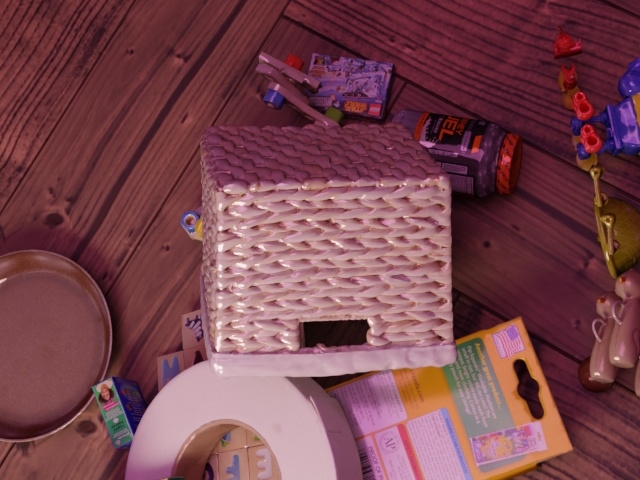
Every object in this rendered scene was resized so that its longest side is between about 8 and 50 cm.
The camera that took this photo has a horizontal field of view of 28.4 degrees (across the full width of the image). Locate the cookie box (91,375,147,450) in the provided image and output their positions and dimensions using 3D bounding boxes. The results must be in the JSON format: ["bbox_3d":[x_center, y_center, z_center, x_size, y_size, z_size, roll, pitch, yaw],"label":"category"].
[{"bbox_3d":[-0.299,0.268,1.945,0.040,0.092,0.107,-29,71,11],"label":"cookie box"}]

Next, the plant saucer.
[{"bbox_3d":[-0.470,0.170,2.039,0.311,0.050,0.310,-4,76,15],"label":"plant saucer"}]

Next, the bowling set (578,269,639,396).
[{"bbox_3d":[0.432,0.127,1.735,0.200,0.287,0.154,-8,65,48],"label":"bowling set"}]

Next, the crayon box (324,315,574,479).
[{"bbox_3d":[0.172,0.261,1.784,0.323,0.083,0.203,-22,73,9],"label":"crayon box"}]

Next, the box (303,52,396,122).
[{"bbox_3d":[0.044,-0.242,2.003,0.137,0.027,0.093,10,79,18],"label":"box"}]

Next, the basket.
[{"bbox_3d":[0.000,0.000,1.722,0.328,0.331,0.266,-2,108,-7],"label":"basket"}]

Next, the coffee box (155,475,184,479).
[{"bbox_3d":[-0.235,0.435,1.795,0.113,0.040,0.184,-17,73,33],"label":"coffee box"}]

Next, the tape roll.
[{"bbox_3d":[-0.115,0.356,1.791,0.392,0.072,0.392,-7,78,34],"label":"tape roll"}]

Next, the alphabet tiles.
[{"bbox_3d":[-0.133,0.257,1.886,0.285,0.011,0.342,-16,69,32],"label":"alphabet tiles"}]

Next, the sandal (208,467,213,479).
[{"bbox_3d":[-0.009,0.469,1.807,0.446,0.107,0.167,42,91,21],"label":"sandal"}]

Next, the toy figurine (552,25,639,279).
[{"bbox_3d":[0.473,-0.148,1.784,0.217,0.191,0.362,-13,75,7],"label":"toy figurine"}]

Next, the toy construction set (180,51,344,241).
[{"bbox_3d":[-0.067,-0.118,1.951,0.215,0.151,0.327,26,96,20],"label":"toy construction set"}]

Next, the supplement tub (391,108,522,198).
[{"bbox_3d":[0.199,-0.127,1.886,0.190,0.117,0.117,10,80,17],"label":"supplement tub"}]
